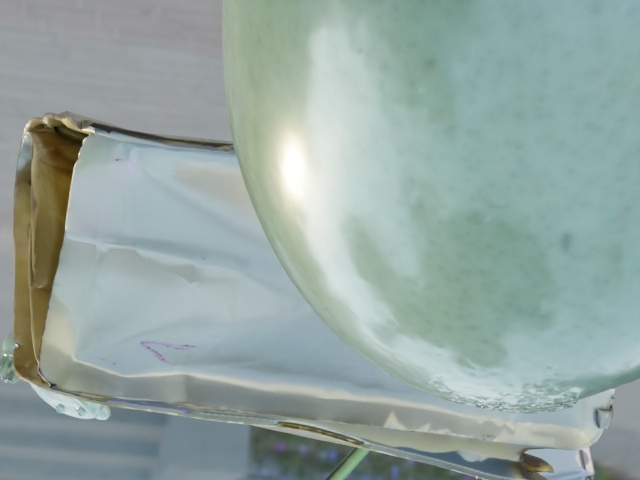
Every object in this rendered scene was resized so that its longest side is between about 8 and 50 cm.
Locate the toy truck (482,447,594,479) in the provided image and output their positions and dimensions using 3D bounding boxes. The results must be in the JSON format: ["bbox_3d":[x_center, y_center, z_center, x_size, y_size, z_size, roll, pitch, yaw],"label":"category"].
[{"bbox_3d":[0.185,0.180,1.495,0.124,0.267,0.155,-12,-177,1],"label":"toy truck"}]

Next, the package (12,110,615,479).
[{"bbox_3d":[-0.003,0.033,0.897,0.311,0.165,0.221,8,180,-19],"label":"package"}]

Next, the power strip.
[{"bbox_3d":[-0.163,0.087,1.015,0.055,0.035,0.083,4,144,42],"label":"power strip"}]

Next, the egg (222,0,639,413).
[{"bbox_3d":[0.058,-0.057,0.450,0.169,0.169,0.236,3,131,3],"label":"egg"}]

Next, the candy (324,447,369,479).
[{"bbox_3d":[0.045,0.121,1.106,0.058,0.062,0.194,-17,-164,42],"label":"candy"}]
